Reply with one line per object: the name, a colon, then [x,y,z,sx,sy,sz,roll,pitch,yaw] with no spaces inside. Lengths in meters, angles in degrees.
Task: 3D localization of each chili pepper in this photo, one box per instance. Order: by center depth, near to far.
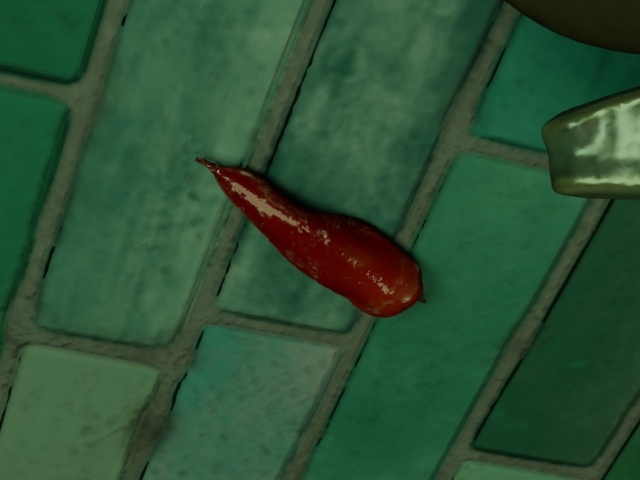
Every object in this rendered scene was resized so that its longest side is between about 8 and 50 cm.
chili pepper: [0.000,0.000,0.974,0.045,0.027,0.178,-38,123,25]

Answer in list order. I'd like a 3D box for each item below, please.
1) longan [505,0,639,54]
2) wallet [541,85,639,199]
longan: [0.127,-0.183,0.716,0.220,0.196,0.196,47,118,1]
wallet: [0.289,-0.057,0.784,0.360,0.083,0.252,-4,179,23]
